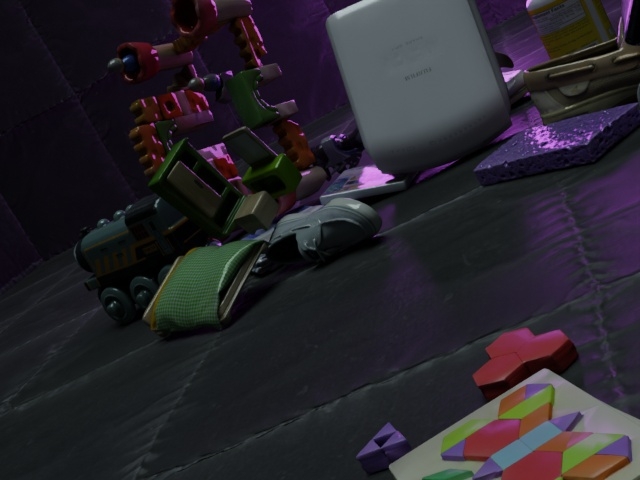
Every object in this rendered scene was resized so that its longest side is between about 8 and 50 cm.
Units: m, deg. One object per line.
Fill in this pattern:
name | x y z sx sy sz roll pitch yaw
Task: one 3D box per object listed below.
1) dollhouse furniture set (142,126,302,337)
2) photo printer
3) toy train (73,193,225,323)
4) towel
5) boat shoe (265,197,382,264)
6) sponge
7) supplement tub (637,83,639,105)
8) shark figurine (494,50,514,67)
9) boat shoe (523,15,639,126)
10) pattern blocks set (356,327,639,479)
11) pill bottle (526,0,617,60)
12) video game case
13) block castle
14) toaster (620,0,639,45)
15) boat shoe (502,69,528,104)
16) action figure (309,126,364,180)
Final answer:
dollhouse furniture set | -0.186 -0.018 1.403 0.197 0.151 0.302 -16 39 48
photo printer | 0.166 -0.273 1.537 0.256 0.308 0.107 -19 -14 13
toy train | -0.306 0.025 1.637 0.333 0.190 0.142 -18 15 41
towel | -0.064 -0.011 1.612 0.209 0.034 0.285 -32 12 -16
boat shoe | -0.001 -0.001 1.355 0.227 0.079 0.081 -12 40 51
sponge | 0.312 -0.126 1.223 0.117 0.031 0.210 -36 14 -30
supplement tub | 0.438 -0.194 1.116 0.107 0.071 0.071 -37 14 -38
shark figurine | 0.241 -0.270 1.691 0.166 0.278 0.116 8 15 -21
boat shoe | 0.452 -0.265 1.279 0.341 0.110 0.122 -25 13 21
pattern blocks set | 0.128 0.138 0.568 0.285 0.026 0.325 -34 13 -21
pill bottle | 0.435 -0.394 1.616 0.119 0.209 0.119 -27 12 6
video game case | 0.092 -0.106 1.601 0.157 0.019 0.143 -9 20 24
block castle | -0.218 -0.231 1.816 0.303 0.454 0.212 -23 1 45
toaster | 0.464 -0.338 1.132 0.168 0.186 0.110 0 47 7
boat shoe | 0.274 -0.282 1.779 0.113 0.103 0.302 -38 15 -36
action figure | 0.111 -0.227 1.803 0.285 0.099 0.185 -36 6 29
